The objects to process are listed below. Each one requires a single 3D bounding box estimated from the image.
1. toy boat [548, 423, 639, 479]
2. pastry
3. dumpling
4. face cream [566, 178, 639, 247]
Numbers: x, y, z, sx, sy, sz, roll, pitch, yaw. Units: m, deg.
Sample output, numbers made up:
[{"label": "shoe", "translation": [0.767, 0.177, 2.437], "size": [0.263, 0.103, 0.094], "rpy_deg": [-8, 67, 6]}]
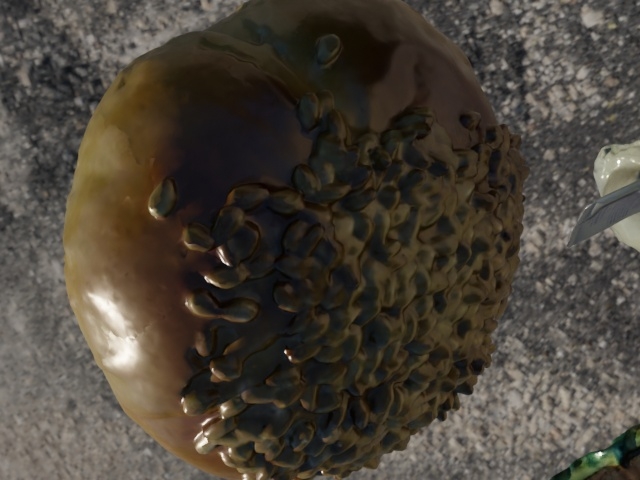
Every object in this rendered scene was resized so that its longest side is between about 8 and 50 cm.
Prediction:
[{"label": "toy boat", "translation": [0.213, 0.165, 0.566], "size": [0.293, 0.099, 0.108], "rpy_deg": [-35, 59, 24]}, {"label": "pastry", "translation": [0.000, 0.000, 0.717], "size": [0.245, 0.410, 0.409], "rpy_deg": [18, 124, 49]}, {"label": "dumpling", "translation": [0.551, -0.056, 1.433], "size": [0.258, 0.147, 0.193], "rpy_deg": [54, 153, -13]}, {"label": "face cream", "translation": [0.429, -0.062, 1.190], "size": [0.114, 0.224, 0.070], "rpy_deg": [90, 155, -61]}]
